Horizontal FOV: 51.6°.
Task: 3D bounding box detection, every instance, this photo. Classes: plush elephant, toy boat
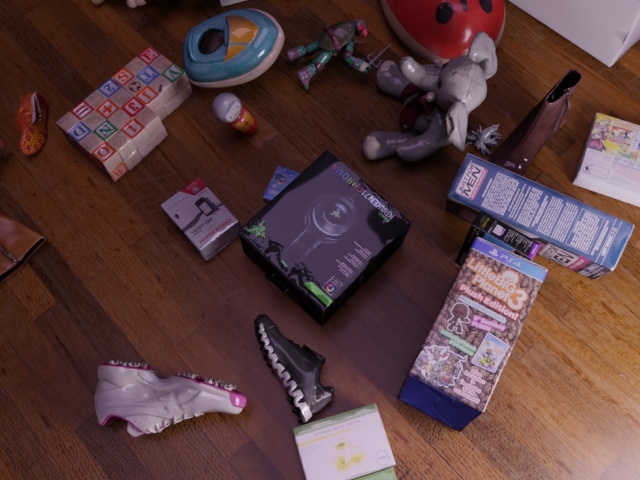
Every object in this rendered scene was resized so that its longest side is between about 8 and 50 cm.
[{"bbox_3d":[0.259,-0.316,1.462,0.330,0.255,0.272,16,67,9],"label":"plush elephant"},{"bbox_3d":[-0.209,-0.407,1.557,0.267,0.148,0.318,-14,72,18],"label":"toy boat"}]

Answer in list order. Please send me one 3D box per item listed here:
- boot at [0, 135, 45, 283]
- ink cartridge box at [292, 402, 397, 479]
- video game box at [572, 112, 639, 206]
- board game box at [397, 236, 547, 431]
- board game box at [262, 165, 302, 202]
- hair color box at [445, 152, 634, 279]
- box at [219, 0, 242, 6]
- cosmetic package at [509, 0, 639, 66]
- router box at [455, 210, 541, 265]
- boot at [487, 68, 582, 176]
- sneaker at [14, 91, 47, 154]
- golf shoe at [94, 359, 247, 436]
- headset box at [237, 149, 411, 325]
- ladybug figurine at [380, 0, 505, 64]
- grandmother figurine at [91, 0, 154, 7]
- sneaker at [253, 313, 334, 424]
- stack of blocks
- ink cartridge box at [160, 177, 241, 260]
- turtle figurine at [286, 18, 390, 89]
[{"bbox_3d":[-0.726,-0.078,1.476,0.280,0.096,0.264,34,71,15],"label":"boot"},{"bbox_3d":[0.059,0.444,1.236,0.171,0.056,0.235,-16,64,-6],"label":"ink cartridge box"},{"bbox_3d":[0.697,-0.177,1.499,0.205,0.048,0.187,21,70,11],"label":"video game box"},{"bbox_3d":[0.278,0.182,1.249,0.141,0.232,0.291,27,70,12],"label":"board game box"},{"bbox_3d":[-0.073,-0.118,1.512,0.090,0.020,0.090,19,69,10],"label":"board game box"},{"bbox_3d":[0.438,-0.046,1.371,0.347,0.174,0.105,27,86,13],"label":"hair color box"},{"bbox_3d":[-0.134,-0.790,1.739,0.345,0.168,0.215,-16,66,-5],"label":"box"},{"bbox_3d":[0.630,-0.633,1.619,0.385,0.217,0.156,41,73,16],"label":"cosmetic package"},{"bbox_3d":[0.355,0.026,1.345,0.133,0.179,0.046,32,68,15],"label":"router box"},{"bbox_3d":[0.459,-0.244,1.449,0.090,0.207,0.248,40,73,18],"label":"boot"},{"bbox_3d":[-0.700,-0.276,1.593,0.067,0.064,0.175,-15,59,17],"label":"sneaker"},{"bbox_3d":[-0.295,0.318,1.285,0.306,0.115,0.140,7,76,12],"label":"golf shoe"},{"bbox_3d":[0.000,0.000,1.387,0.246,0.131,0.283,43,74,14],"label":"headset box"},{"bbox_3d":[0.308,-0.630,1.654,0.305,0.162,0.449,-16,66,-6],"label":"ladybug figurine"},{"bbox_3d":[-0.432,-0.682,1.695,0.342,0.104,0.208,8,85,22],"label":"grandmother figurine"},{"bbox_3d":[-0.049,0.240,1.323,0.106,0.078,0.234,-25,69,-15],"label":"sneaker"},{"bbox_3d":[-0.445,-0.303,1.572,0.171,0.087,0.297,38,72,17],"label":"stack of blocks"},{"bbox_3d":[-0.260,-0.047,1.463,0.109,0.063,0.150,-39,70,-15],"label":"ink cartridge box"},{"bbox_3d":[0.040,-0.473,1.615,0.234,0.118,0.175,-26,47,6],"label":"turtle figurine"}]
